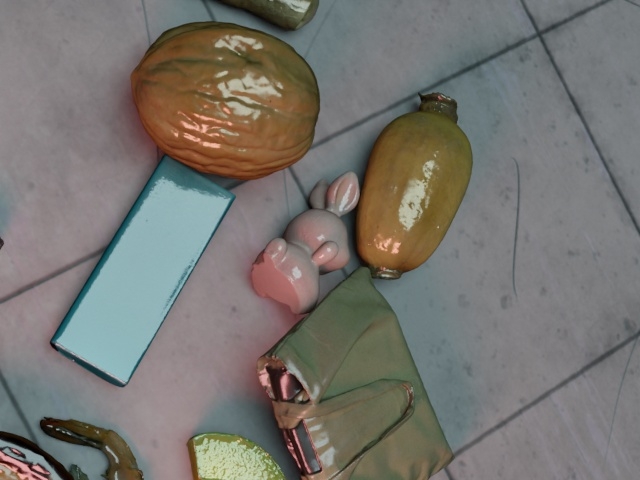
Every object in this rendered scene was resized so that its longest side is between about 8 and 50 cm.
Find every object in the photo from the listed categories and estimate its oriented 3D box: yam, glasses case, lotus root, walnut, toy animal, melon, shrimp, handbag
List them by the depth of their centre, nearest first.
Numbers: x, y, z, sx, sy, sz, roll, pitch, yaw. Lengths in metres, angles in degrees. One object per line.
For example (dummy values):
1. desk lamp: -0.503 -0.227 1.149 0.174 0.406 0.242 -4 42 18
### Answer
1. shrimp: -0.332 0.299 1.580 0.253 0.058 0.173 38 63 -12
2. glasses case: -0.237 0.040 1.658 0.117 0.070 0.301 32 72 -8
3. melon: -0.103 0.348 1.659 0.118 0.064 0.209 -14 89 -25
4. walnut: -0.127 -0.192 1.663 0.261 0.225 0.224 13 76 -13
5. handbag: 0.052 0.223 1.684 0.253 0.109 0.315 -31 103 -42
6. toy animal: 0.001 0.002 1.737 0.124 0.124 0.212 47 61 -9
7. yam: -0.170 -0.386 1.751 0.357 0.081 0.081 20 74 -16
8. lotus root: 0.135 -0.082 1.791 0.146 0.131 0.303 27 72 -17

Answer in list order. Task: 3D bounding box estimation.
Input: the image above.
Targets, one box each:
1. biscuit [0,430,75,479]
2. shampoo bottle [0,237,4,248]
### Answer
1. biscuit: -0.428 0.384 1.495 0.318 0.040 0.317 0 90 -11
2. shampoo bottle: -0.476 0.073 1.553 0.057 0.063 0.207 30 71 -5
